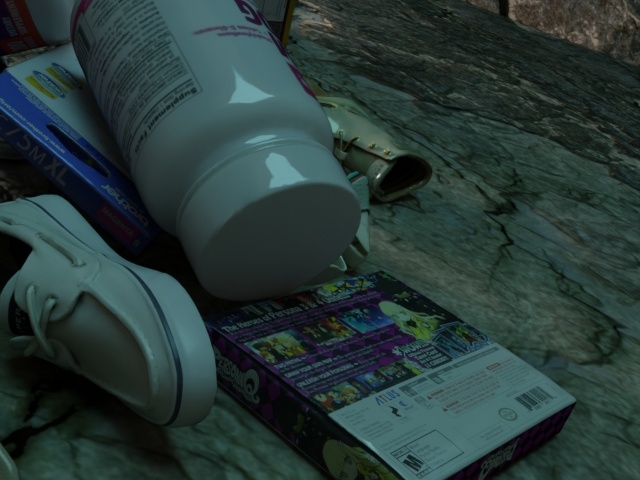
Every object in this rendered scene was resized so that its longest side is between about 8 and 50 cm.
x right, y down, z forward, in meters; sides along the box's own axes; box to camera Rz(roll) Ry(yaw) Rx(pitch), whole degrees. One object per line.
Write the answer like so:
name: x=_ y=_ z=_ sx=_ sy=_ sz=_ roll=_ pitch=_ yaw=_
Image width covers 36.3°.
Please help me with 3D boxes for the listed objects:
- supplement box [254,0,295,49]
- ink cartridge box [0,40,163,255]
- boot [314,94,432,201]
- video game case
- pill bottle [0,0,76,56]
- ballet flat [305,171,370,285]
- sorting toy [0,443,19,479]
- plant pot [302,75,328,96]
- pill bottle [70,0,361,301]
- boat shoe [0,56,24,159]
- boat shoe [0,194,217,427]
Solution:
supplement box: x=-0.163 y=-0.367 z=1.446 sx=0.191 sy=0.129 sz=0.194 roll=20 pitch=18 yaw=23
ink cartridge box: x=-0.187 y=-0.100 z=0.906 sx=0.186 sy=0.065 sz=0.311 roll=42 pitch=21 yaw=-7
boot: x=0.015 y=-0.110 z=1.141 sx=0.213 sy=0.077 sz=0.165 roll=-4 pitch=35 yaw=-42
video game case: x=0.053 y=0.105 z=0.742 sx=0.210 sy=0.042 sz=0.232 roll=34 pitch=27 yaw=30
pill bottle: x=-0.391 y=-0.233 z=0.866 sx=0.322 sy=0.182 sz=0.181 roll=-14 pitch=30 yaw=-4
ballet flat: x=0.000 y=0.000 z=0.908 sx=0.079 sy=0.077 sz=0.221 roll=45 pitch=34 yaw=10
sorting toy: x=-0.276 y=0.103 z=0.471 sx=0.348 sy=0.047 sz=0.196 roll=45 pitch=37 yaw=22
plant pot: x=-0.102 y=-0.206 z=1.311 sx=0.236 sy=0.032 sz=0.236 roll=15 pitch=24 yaw=-7
pill bottle: x=-0.087 y=-0.100 z=0.792 sx=0.160 sy=0.160 sz=0.283 roll=-1 pitch=49 yaw=-38
boat shoe: x=-0.338 y=-0.163 z=0.974 sx=0.079 sy=0.081 sz=0.227 roll=-3 pitch=32 yaw=-41
boat shoe: x=-0.169 y=0.042 z=0.649 sx=0.088 sy=0.096 sz=0.267 roll=-8 pitch=34 yaw=-40
